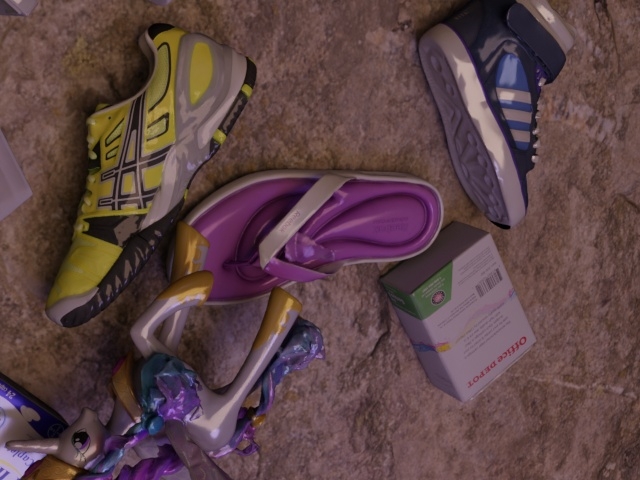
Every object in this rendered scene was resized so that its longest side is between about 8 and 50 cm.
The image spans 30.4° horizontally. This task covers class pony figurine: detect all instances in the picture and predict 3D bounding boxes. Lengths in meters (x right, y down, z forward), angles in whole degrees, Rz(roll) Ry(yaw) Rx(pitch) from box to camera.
[{"bbox_3d":[-0.151,0.214,1.416,0.351,0.303,0.363,41,76,-27],"label":"pony figurine"}]

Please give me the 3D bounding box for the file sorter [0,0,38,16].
[{"bbox_3d":[-0.351,-0.346,1.141,0.193,0.278,0.173,44,75,-32],"label":"file sorter"}]

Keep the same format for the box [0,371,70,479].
[{"bbox_3d":[-0.392,0.234,1.391,0.126,0.072,0.137,43,80,-32],"label":"box"}]

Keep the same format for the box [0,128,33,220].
[{"bbox_3d":[-0.457,-0.094,1.181,0.231,0.127,0.262,-48,128,-43],"label":"box"}]

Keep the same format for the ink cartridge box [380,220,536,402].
[{"bbox_3d":[0.203,0.104,1.708,0.154,0.093,0.212,-37,118,-17],"label":"ink cartridge box"}]

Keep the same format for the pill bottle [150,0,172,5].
[{"bbox_3d":[-0.111,-0.403,1.337,0.283,0.160,0.160,-42,120,-16],"label":"pill bottle"}]

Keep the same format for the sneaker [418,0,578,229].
[{"bbox_3d":[0.291,-0.202,1.655,0.236,0.130,0.322,-30,111,-17],"label":"sneaker"}]

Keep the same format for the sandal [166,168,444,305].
[{"bbox_3d":[-0.002,-0.015,1.544,0.416,0.102,0.169,-15,110,-27],"label":"sandal"}]

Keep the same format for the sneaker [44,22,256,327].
[{"bbox_3d":[-0.228,-0.078,1.390,0.147,0.145,0.384,31,83,-13],"label":"sneaker"}]
